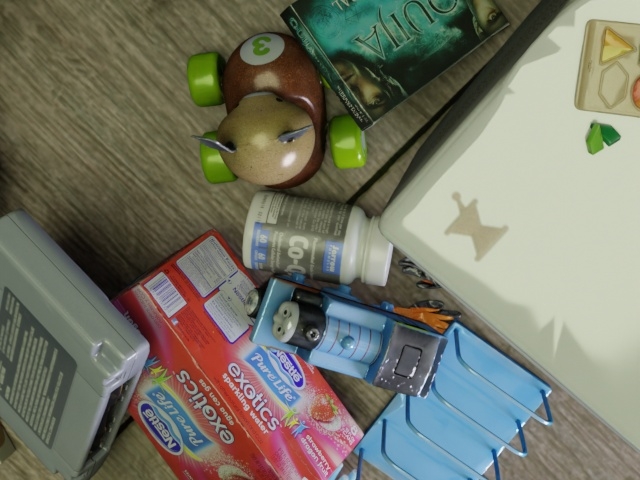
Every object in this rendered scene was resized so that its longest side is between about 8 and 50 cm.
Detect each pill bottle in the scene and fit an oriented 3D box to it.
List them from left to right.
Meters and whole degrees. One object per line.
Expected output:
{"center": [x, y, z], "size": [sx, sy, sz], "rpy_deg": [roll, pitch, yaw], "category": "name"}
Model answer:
{"center": [0.000, 0.000, 1.190], "size": [0.137, 0.078, 0.078], "rpy_deg": [10, 102, 7], "category": "pill bottle"}

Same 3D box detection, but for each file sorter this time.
{"center": [0.126, 0.188, 1.191], "size": [0.118, 0.104, 0.170], "rpy_deg": [35, 104, -6], "category": "file sorter"}

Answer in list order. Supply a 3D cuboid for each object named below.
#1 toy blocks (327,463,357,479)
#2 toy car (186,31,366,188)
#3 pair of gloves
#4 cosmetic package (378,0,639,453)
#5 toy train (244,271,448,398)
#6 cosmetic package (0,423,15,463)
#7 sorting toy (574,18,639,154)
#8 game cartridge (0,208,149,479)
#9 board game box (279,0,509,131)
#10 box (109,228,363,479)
{"center": [0.020, 0.295, 1.241], "size": [0.123, 0.054, 0.148], "rpy_deg": [34, 120, 1], "category": "toy blocks"}
{"center": [-0.050, -0.110, 1.119], "size": [0.155, 0.188, 0.149], "rpy_deg": [-7, 100, 10], "category": "toy car"}
{"center": [0.108, 0.054, 1.220], "size": [0.074, 0.010, 0.083], "rpy_deg": [11, 102, 7], "category": "pair of gloves"}
{"center": [0.282, -0.060, 0.974], "size": [0.327, 0.393, 0.329], "rpy_deg": [41, 105, -1], "category": "cosmetic package"}
{"center": [0.022, 0.085, 1.141], "size": [0.184, 0.105, 0.080], "rpy_deg": [19, 93, -24], "category": "toy train"}
{"center": [-0.376, 0.188, 1.303], "size": [0.060, 0.041, 0.115], "rpy_deg": [-28, 96, 13], "category": "cosmetic package"}
{"center": [0.190, -0.092, 0.773], "size": [0.062, 0.012, 0.083], "rpy_deg": [8, 101, 8], "category": "sorting toy"}
{"center": [-0.262, 0.102, 1.168], "size": [0.198, 0.062, 0.297], "rpy_deg": [48, 146, 13], "category": "game cartridge"}
{"center": [0.070, -0.196, 1.110], "size": [0.186, 0.026, 0.126], "rpy_deg": [-38, 95, -27], "category": "board game box"}
{"center": [-0.096, 0.138, 1.190], "size": [0.123, 0.128, 0.257], "rpy_deg": [-32, 96, 39], "category": "box"}
